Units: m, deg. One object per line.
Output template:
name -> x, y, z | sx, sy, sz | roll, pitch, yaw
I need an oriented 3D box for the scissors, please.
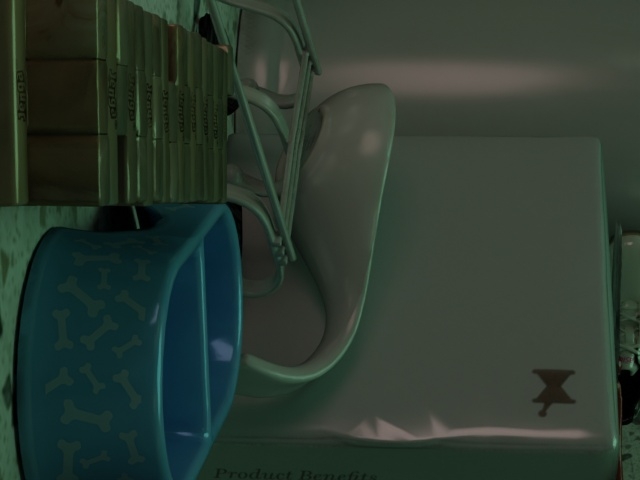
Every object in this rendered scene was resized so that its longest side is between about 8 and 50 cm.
scissors -> 0.254, 0.122, 1.434 | 0.109, 0.021, 0.297 | -50, 139, -77

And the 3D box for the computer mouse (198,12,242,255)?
computer mouse -> -0.090, -0.072, 1.253 | 0.071, 0.041, 0.242 | 51, 31, -50

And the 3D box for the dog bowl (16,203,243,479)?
dog bowl -> -0.101, 0.059, 0.964 | 0.297, 0.074, 0.166 | -66, 155, -75

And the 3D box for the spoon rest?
spoon rest -> 0.000, 0.000, 1.230 | 0.137, 0.084, 0.276 | -33, -147, 54

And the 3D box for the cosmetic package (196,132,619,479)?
cosmetic package -> 0.079, 0.157, 1.412 | 0.394, 0.329, 0.327 | 84, 9, -48

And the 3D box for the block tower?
block tower -> -0.112, -0.061, 0.795 | 0.335, 0.091, 0.097 | -26, 116, -82

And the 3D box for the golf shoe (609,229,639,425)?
golf shoe -> 0.284, 0.081, 1.487 | 0.086, 0.067, 0.186 | -79, 168, -60

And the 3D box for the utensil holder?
utensil holder -> 0.130, -0.112, 1.614 | 0.327, 0.385, 0.327 | 1, 90, -83

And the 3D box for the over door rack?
over door rack -> -0.063, -0.157, 1.110 | 0.239, 0.108, 0.324 | -84, 174, -47
